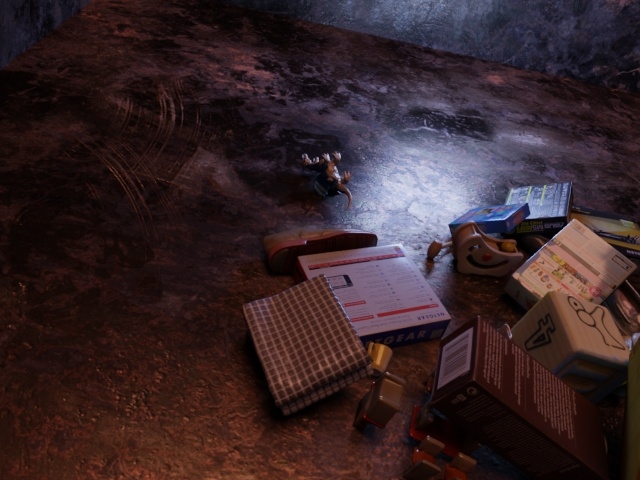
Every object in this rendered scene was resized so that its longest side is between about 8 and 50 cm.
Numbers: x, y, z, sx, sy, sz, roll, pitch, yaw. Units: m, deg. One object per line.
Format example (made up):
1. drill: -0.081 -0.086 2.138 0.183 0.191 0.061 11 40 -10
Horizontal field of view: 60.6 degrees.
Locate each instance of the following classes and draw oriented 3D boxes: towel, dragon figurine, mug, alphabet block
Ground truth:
1. towel: -0.040 0.223 1.258 0.235 0.121 0.283 -26 50 -5
2. dragon figurine: 0.032 -0.202 1.865 0.085 0.144 0.289 -16 67 -33
3. mug: 0.134 0.292 1.340 0.078 0.062 0.064 33 48 -12
4. alphabet block: 0.625 0.274 1.375 0.192 0.193 0.197 19 38 -14

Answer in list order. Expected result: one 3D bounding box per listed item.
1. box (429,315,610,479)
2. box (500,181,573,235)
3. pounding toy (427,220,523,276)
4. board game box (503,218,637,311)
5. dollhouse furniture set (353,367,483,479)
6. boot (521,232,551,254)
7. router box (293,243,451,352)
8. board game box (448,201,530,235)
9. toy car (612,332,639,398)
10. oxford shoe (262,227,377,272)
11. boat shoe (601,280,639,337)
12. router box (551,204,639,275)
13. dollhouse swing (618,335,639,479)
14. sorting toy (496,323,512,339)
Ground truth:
1. box: 0.429 0.359 1.183 0.381 0.143 0.191 36 39 -8
2. box: 0.750 -0.112 1.897 0.216 0.060 0.270 -5 27 30
3. pounding toy: 0.478 0.001 1.703 0.270 0.154 0.154 6 41 -10
4. board game box: 0.730 0.110 1.605 0.303 0.097 0.224 -35 64 -20
5. dollhouse furniture set: 0.221 0.406 1.213 0.259 0.135 0.262 28 41 -1
6. boot: 0.704 0.077 1.755 0.190 0.076 0.208 30 50 22
7. router box: 0.132 0.152 1.486 0.336 0.082 0.301 -6 44 -22
8. board game box: 0.552 -0.068 1.795 0.160 0.047 0.210 -29 16 -38
9. toy car: 0.796 0.338 1.433 0.136 0.159 0.182 56 45 -7
10. oxford shoe: 0.000 0.000 1.600 0.348 0.123 0.130 -5 35 -24
11. boat shoe: 0.929 0.204 1.634 0.118 0.103 0.320 -2 42 -18
12. router box: 0.970 -0.009 1.910 0.309 0.081 0.243 11 40 -3
13. dollhouse swing: 0.773 0.396 1.073 0.305 0.315 0.346 9 65 24
14. sorting toy: 0.488 0.265 1.461 0.045 0.075 0.083 9 41 -6
